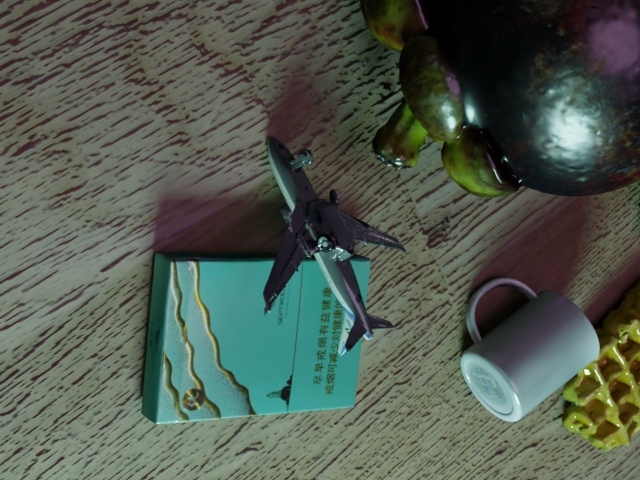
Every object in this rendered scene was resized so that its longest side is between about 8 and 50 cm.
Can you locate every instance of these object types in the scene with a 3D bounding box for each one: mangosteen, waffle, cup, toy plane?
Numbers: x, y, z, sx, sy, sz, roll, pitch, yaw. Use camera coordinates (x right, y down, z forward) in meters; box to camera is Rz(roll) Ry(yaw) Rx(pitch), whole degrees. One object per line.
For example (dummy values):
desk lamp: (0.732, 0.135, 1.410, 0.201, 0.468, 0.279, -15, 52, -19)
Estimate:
mangosteen: (0.220, -0.193, 1.077, 0.330, 0.330, 0.330, -8, 106, -31)
waffle: (0.380, 0.167, 1.397, 0.211, 0.055, 0.160, -38, 120, -19)
cup: (0.226, 0.119, 1.276, 0.133, 0.136, 0.099, -35, 152, -21)
toy plane: (0.003, 0.001, 1.075, 0.226, 0.058, 0.226, -21, 92, -50)

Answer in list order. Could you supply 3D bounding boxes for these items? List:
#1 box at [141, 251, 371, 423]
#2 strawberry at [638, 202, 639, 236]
box: (-0.060, 0.092, 1.103, 0.229, 0.041, 0.161, 0, 100, -33)
strawberry: (0.503, -0.030, 1.401, 0.228, 0.098, 0.174, 45, 77, -31)
